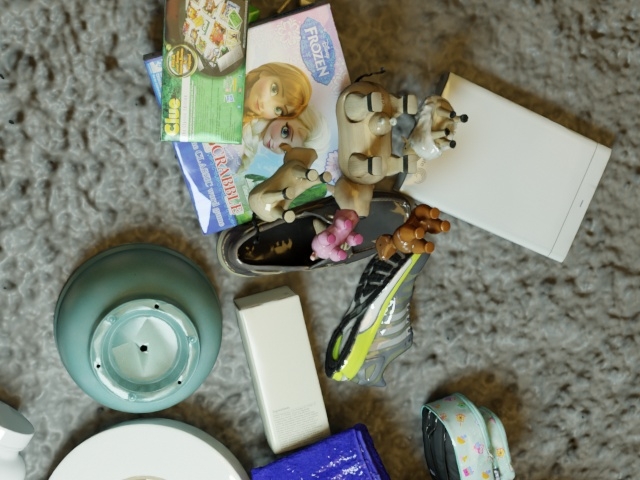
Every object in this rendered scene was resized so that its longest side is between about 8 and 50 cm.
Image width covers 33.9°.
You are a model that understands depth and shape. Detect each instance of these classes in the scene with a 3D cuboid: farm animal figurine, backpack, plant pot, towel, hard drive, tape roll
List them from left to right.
[{"bbox_3d":[-0.297,0.163,1.749,0.293,0.196,0.293,-2,100,-12],"label":"plant pot"},{"bbox_3d":[-0.294,0.503,1.810,0.392,0.072,0.392,0,90,2],"label":"tape roll"},{"bbox_3d":[0.037,0.483,1.768,0.228,0.076,0.308,-23,69,-8],"label":"towel"},{"bbox_3d":[0.050,-0.116,1.698,0.330,0.172,0.326,17,85,-31],"label":"farm animal figurine"},{"bbox_3d":[0.263,0.374,1.927,0.144,0.166,0.188,-24,106,-10],"label":"backpack"},{"bbox_3d":[0.337,-0.131,1.927,0.353,0.047,0.233,23,93,-15],"label":"hard drive"}]

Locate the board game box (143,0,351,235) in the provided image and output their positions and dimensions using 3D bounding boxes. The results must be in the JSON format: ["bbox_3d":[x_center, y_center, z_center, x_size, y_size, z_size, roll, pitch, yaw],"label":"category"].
[{"bbox_3d":[-0.096,-0.204,1.767,0.318,0.066,0.318,-19,111,-3],"label":"board game box"}]

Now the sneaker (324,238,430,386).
[{"bbox_3d":[0.122,0.132,1.900,0.121,0.111,0.300,26,98,-26],"label":"sneaker"}]

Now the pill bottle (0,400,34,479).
[{"bbox_3d":[-0.611,0.419,1.724,0.181,0.181,0.323,32,90,-16],"label":"pill bottle"}]

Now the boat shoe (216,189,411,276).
[{"bbox_3d":[0.000,0.000,1.825,0.355,0.130,0.132,-16,102,-10],"label":"boat shoe"}]

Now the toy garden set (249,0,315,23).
[{"bbox_3d":[-0.104,-0.403,1.784,0.204,0.049,0.244,27,91,-14],"label":"toy garden set"}]

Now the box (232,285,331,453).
[{"bbox_3d":[-0.069,0.228,1.864,0.113,0.094,0.275,-14,101,-11],"label":"box"}]

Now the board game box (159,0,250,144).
[{"bbox_3d":[-0.185,-0.284,1.675,0.136,0.030,0.259,2,107,-12],"label":"board game box"}]
